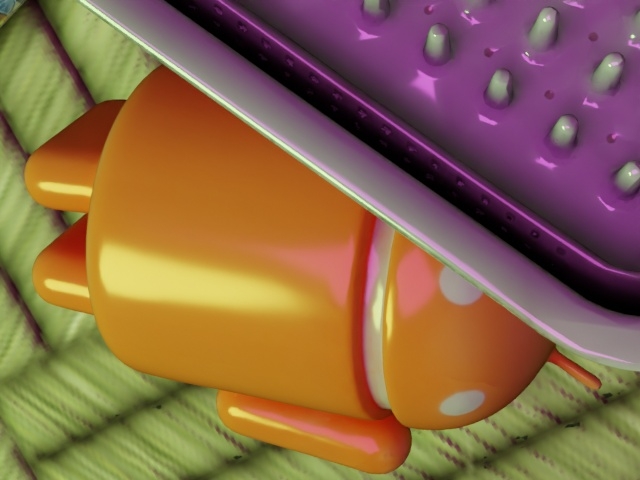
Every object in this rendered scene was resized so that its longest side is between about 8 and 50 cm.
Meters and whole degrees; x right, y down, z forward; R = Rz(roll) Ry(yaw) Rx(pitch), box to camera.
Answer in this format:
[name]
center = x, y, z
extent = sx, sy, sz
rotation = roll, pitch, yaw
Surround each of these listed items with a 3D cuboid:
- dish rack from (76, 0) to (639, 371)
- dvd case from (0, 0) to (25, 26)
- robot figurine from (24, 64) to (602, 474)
[dish rack]
center = 0.059, -0.143, 0.582
extent = 0.333, 0.072, 0.285
rotation = 36, 81, 9
[dvd case]
center = -0.157, -0.172, 0.670
extent = 0.180, 0.022, 0.253
rotation = 37, 111, -29
[robot figurine]
center = 0.000, -0.002, 0.664
extent = 0.219, 0.128, 0.158
rotation = 10, 79, 18
